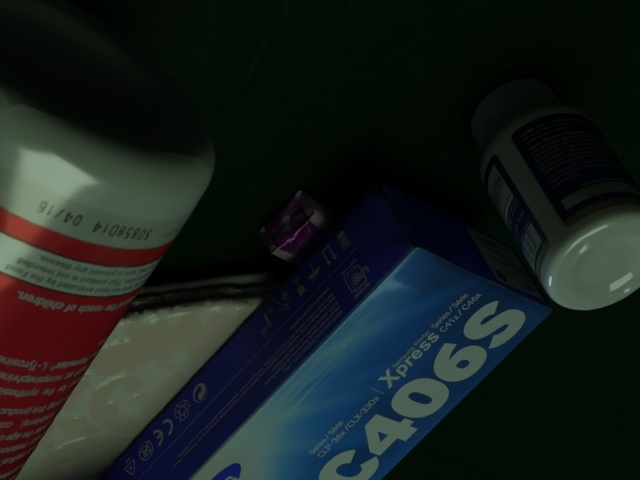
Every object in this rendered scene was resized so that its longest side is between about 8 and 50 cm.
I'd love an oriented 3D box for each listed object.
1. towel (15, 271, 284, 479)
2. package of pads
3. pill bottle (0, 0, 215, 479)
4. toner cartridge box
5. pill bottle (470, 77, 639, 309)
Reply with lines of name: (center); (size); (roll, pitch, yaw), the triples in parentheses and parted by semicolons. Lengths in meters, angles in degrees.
towel: (-0.198, 0.158, 1.429); (0.332, 0.053, 0.317); (-5, 133, -23)
package of pads: (0.000, 0.000, 1.384); (0.050, 0.032, 0.083); (-45, 135, 15)
pill bottle: (-0.259, 0.049, 1.125); (0.229, 0.229, 0.407); (19, 114, -39)
toner cartridge box: (-0.002, 0.123, 1.406); (0.165, 0.075, 0.348); (24, 117, -41)
pill bottle: (0.172, -0.039, 1.327); (0.094, 0.169, 0.094); (-14, 138, -13)
